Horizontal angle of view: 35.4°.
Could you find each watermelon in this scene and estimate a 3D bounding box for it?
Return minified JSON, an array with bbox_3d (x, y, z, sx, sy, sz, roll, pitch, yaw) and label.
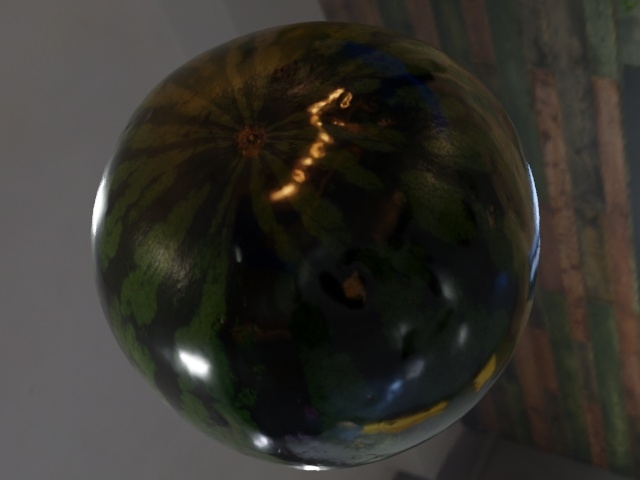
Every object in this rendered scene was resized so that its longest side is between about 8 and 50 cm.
[{"bbox_3d":[0.000,0.000,0.639,0.285,0.285,0.285,-30,-53,-51],"label":"watermelon"}]
